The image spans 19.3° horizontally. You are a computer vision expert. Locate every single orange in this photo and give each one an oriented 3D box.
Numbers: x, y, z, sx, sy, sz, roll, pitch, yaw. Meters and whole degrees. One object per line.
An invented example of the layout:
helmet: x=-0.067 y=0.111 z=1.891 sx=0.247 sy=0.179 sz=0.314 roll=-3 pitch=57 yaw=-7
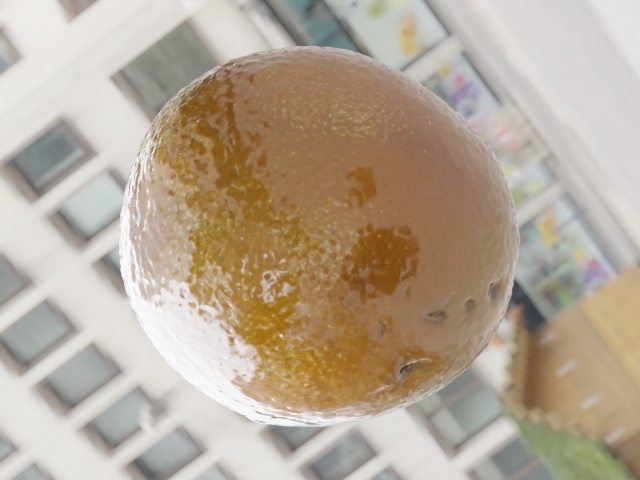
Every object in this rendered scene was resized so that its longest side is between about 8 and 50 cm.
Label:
orange: x=0.000 y=0.000 z=0.955 sx=0.206 sy=0.206 sz=0.206 roll=53 pitch=-174 yaw=-7
